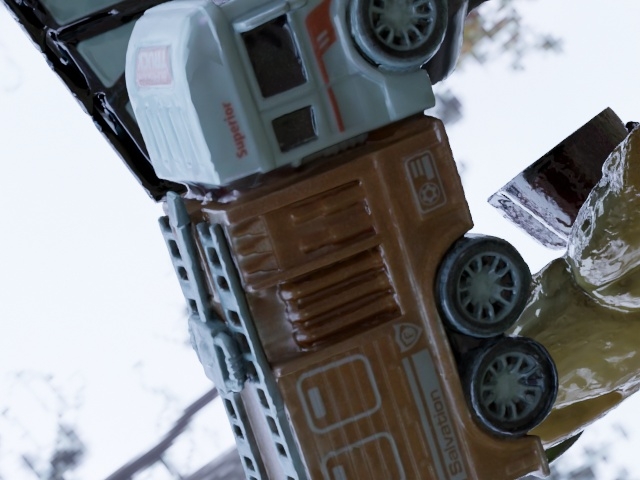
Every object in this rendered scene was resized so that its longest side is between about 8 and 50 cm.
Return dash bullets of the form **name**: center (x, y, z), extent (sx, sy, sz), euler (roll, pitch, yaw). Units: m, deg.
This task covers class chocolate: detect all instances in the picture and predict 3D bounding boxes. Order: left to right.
- **chocolate**: center (0.209, -0.042, 1.552), extent (0.125, 0.149, 0.080), euler (-36, -94, -15)

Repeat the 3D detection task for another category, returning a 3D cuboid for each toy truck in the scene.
- **toy truck**: center (0.000, 0.000, 1.004), extent (0.162, 0.136, 0.305), euler (-22, -78, -21)

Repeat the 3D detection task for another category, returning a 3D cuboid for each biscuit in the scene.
- **biscuit**: center (0.173, 0.039, 1.118), extent (0.154, 0.299, 0.045), euler (9, -139, -31)

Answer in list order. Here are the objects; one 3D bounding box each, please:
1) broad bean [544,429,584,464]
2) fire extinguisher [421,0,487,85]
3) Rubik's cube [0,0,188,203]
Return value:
- **broad bean**: center (0.100, 0.192, 1.522), extent (0.052, 0.256, 0.053), euler (64, -178, -58)
- **fire extinguisher**: center (0.066, -0.280, 1.068), extent (0.113, 0.376, 0.200), euler (30, -140, 34)
- **Rubik's cube**: center (-0.129, -0.249, 1.624), extent (0.288, 0.293, 0.283), euler (57, 179, -30)
